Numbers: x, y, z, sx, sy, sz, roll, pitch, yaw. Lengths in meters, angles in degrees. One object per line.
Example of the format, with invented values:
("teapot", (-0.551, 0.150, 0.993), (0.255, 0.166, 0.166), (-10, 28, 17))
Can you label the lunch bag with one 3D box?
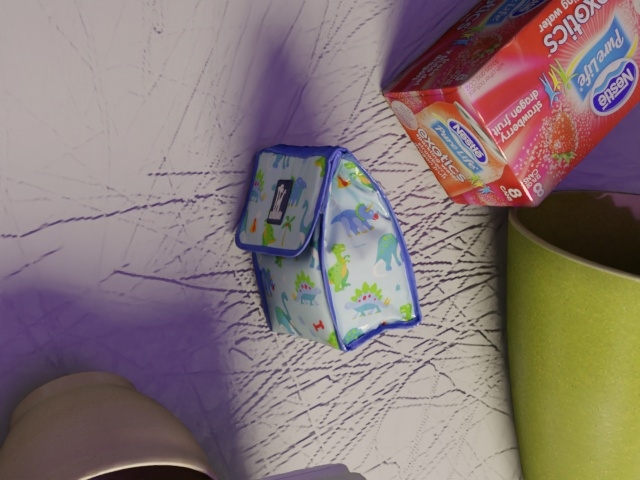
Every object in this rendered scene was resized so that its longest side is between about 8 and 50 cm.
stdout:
("lunch bag", (0.000, 0.000, 0.903), (0.096, 0.129, 0.151), (-17, 102, -27))

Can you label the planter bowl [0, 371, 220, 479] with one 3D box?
("planter bowl", (-0.160, 0.162, 0.818), (0.162, 0.109, 0.162), (-17, 142, -14))

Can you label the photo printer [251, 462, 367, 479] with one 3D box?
("photo printer", (-0.121, 0.280, 0.799), (0.307, 0.107, 0.256), (-7, 137, -25))

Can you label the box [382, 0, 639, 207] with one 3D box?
("box", (0.197, -0.156, 1.005), (0.257, 0.122, 0.128), (-43, 113, -20))

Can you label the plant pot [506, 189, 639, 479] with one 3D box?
("plant pot", (0.276, 0.135, 1.012), (0.274, 0.275, 0.294), (-3, 110, -29))
